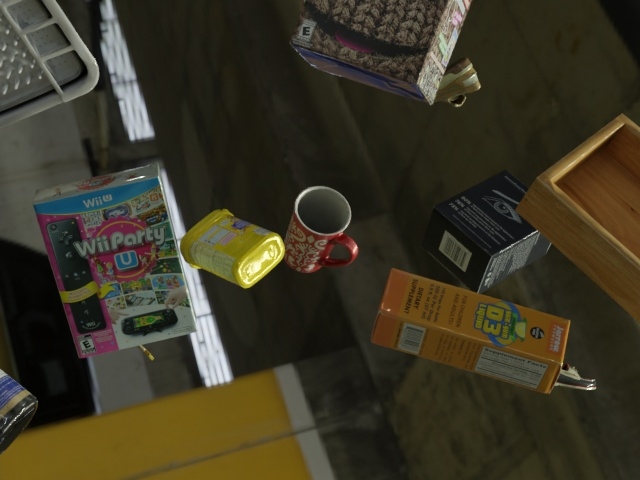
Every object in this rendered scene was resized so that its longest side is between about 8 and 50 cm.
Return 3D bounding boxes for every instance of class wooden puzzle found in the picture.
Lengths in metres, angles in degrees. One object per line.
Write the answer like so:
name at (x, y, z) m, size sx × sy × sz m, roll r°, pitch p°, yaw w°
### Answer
wooden puzzle at (-0.381, 0.190, 2.089) m, size 0.116 × 0.014 × 0.078 m, roll 49°, pitch -9°, yaw -33°

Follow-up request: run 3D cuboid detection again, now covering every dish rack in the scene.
dish rack at (-0.569, -0.331, 1.751) m, size 0.072 × 0.332 × 0.286 m, roll -95°, pitch 160°, yaw -49°

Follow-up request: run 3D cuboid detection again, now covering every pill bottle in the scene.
pill bottle at (-0.555, 0.228, 1.602) m, size 0.219 × 0.123 × 0.123 m, roll 38°, pitch -24°, yaw 3°

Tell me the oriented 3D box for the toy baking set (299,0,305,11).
toy baking set at (-0.006, -0.516, 2.055) m, size 0.256 × 0.030 × 0.197 m, roll 104°, pitch -18°, yaw -54°

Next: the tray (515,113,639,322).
tray at (0.458, 0.037, 1.280) m, size 0.411 × 0.202 × 0.076 m, roll 45°, pitch -37°, yaw 15°

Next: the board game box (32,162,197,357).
board game box at (-0.361, 0.037, 1.853) m, size 0.097 × 0.223 × 0.304 m, roll -114°, pitch -168°, yaw -69°

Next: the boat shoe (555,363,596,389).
boat shoe at (0.428, 0.238, 1.832) m, size 0.049 × 0.137 × 0.043 m, roll 162°, pitch -64°, yaw -68°

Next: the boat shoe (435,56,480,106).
boat shoe at (0.231, -0.272, 1.887) m, size 0.072 × 0.068 × 0.190 m, roll 52°, pitch -13°, yaw -8°

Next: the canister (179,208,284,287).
canister at (-0.163, 0.015, 1.932) m, size 0.169 × 0.126 × 0.073 m, roll 21°, pitch -37°, yaw 44°

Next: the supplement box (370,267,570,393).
supplement box at (0.186, 0.112, 1.295) m, size 0.080 × 0.233 × 0.078 m, roll 102°, pitch 6°, yaw -51°

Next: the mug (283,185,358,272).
mug at (-0.010, 0.000, 2.060) m, size 0.169 × 0.113 × 0.150 m, roll 116°, pitch -44°, yaw -56°

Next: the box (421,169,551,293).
box at (0.316, -0.018, 1.918) m, size 0.153 × 0.207 × 0.108 m, roll 44°, pitch -38°, yaw 29°

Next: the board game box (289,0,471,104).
board game box at (0.118, -0.406, 1.723) m, size 0.141 × 0.232 × 0.291 m, roll 24°, pitch 86°, yaw -73°
